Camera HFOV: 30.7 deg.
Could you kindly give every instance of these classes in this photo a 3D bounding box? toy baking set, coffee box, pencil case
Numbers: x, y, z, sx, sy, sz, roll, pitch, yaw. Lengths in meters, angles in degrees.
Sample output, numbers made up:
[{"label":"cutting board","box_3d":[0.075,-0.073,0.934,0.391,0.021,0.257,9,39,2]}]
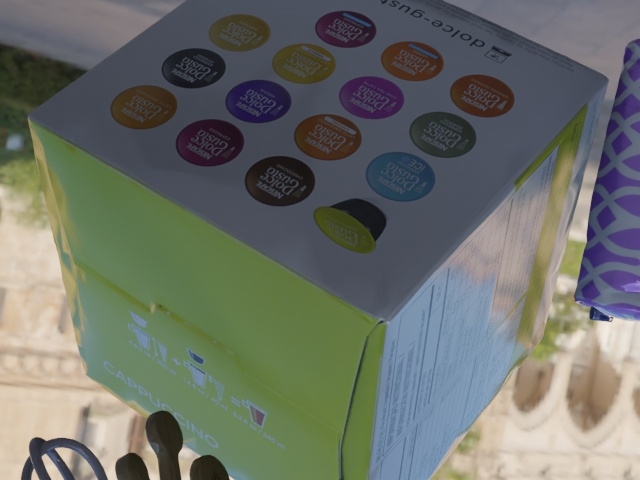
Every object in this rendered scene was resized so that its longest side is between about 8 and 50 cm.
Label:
[{"label":"toy baking set","box_3d":[-0.097,0.197,0.659,0.030,0.197,0.256,-27,168,20]},{"label":"coffee box","box_3d":[0.000,0.000,1.021,0.337,0.338,0.334,29,-127,23]},{"label":"pencil case","box_3d":[0.237,-0.038,0.809,0.088,0.206,0.086,10,-178,-12]}]
